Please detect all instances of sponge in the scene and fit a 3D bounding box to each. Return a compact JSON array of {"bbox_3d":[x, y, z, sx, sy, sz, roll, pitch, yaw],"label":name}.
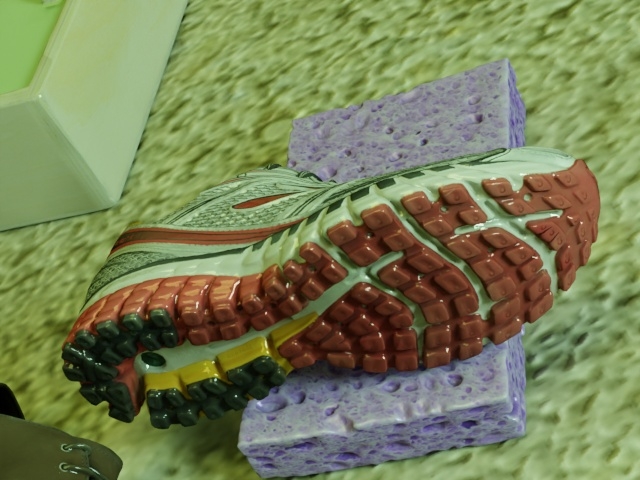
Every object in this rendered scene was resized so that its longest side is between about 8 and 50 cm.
[{"bbox_3d":[0.033,0.007,0.645,0.117,0.031,0.210,-13,43,20],"label":"sponge"}]

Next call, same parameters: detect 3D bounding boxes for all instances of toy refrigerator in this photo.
[{"bbox_3d":[-0.153,-0.138,0.861,0.102,0.094,0.270,-10,43,23],"label":"toy refrigerator"}]

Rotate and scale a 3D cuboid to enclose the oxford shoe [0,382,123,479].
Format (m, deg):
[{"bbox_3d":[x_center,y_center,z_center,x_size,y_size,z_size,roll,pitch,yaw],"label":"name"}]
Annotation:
[{"bbox_3d":[-0.117,0.121,0.579,0.096,0.083,0.227,-35,41,-13],"label":"oxford shoe"}]

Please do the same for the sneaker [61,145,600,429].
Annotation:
[{"bbox_3d":[0.000,0.000,0.579,0.225,0.088,0.093,-14,41,18],"label":"sneaker"}]
